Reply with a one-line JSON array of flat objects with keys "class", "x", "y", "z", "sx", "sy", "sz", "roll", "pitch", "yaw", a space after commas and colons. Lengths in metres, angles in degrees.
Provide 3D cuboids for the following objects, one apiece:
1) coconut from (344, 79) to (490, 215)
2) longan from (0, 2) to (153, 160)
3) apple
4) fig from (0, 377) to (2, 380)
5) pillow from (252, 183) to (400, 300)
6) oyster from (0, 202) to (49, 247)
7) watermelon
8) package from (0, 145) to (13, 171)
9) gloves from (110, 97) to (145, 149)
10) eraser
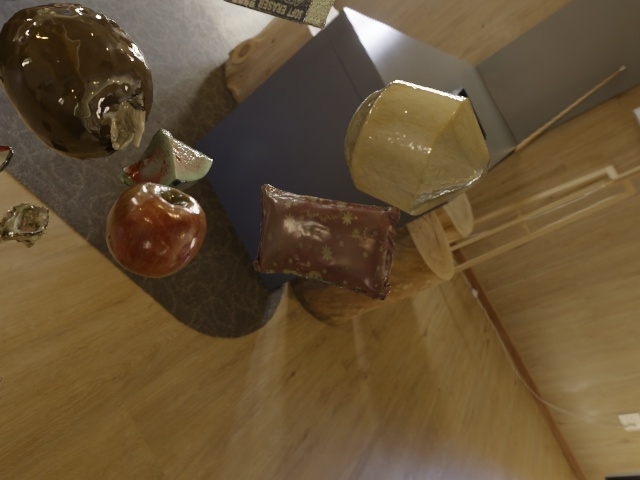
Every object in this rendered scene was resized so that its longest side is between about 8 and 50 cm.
[{"class": "coconut", "x": 0.161, "y": -0.145, "z": 0.668, "sx": 0.222, "sy": 0.202, "sz": 0.202, "roll": 26, "pitch": 28, "yaw": 22}, {"class": "longan", "x": -0.721, "y": -0.476, "z": 1.248, "sx": 0.404, "sy": 0.404, "sz": 0.435, "roll": -61, "pitch": 143, "yaw": -50}, {"class": "apple", "x": -0.337, "y": -0.020, "z": 0.841, "sx": 0.188, "sy": 0.174, "sz": 0.188, "roll": 32, "pitch": 17, "yaw": -11}, {"class": "fig", "x": -0.835, "y": 0.386, "z": 0.979, "sx": 0.119, "sy": 0.153, "sz": 0.119, "roll": -4, "pitch": 90, "yaw": -70}, {"class": "pillow", "x": 0.000, "y": 0.000, "z": 0.495, "sx": 0.043, "sy": 0.185, "sz": 0.118, "roll": -3, "pitch": 103, "yaw": -70}, {"class": "oyster", "x": -1.041, "y": -0.046, "z": 1.417, "sx": 0.191, "sy": 0.081, "sz": 0.163, "roll": -22, "pitch": 73, "yaw": -41}, {"class": "watermelon", "x": -0.518, "y": -0.255, "z": 1.359, "sx": 0.320, "sy": 0.289, "sz": 0.213, "roll": -14, "pitch": 116, "yaw": -16}, {"class": "package", "x": -0.623, "y": -0.075, "z": 0.656, "sx": 0.040, "sy": 0.166, "sz": 0.232, "roll": 85, "pitch": 20, "yaw": -54}, {"class": "gloves", "x": -0.247, "y": -0.152, "z": 0.532, "sx": 0.044, "sy": 0.081, "sz": 0.037, "roll": 36, "pitch": 9, "yaw": -15}, {"class": "eraser", "x": -0.098, "y": -0.603, "z": 0.966, "sx": 0.287, "sy": 0.130, "sz": 0.086, "roll": -7, "pitch": 48, "yaw": -41}]
